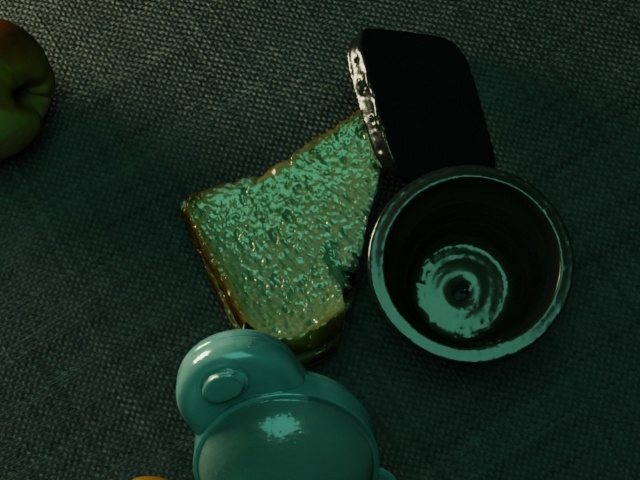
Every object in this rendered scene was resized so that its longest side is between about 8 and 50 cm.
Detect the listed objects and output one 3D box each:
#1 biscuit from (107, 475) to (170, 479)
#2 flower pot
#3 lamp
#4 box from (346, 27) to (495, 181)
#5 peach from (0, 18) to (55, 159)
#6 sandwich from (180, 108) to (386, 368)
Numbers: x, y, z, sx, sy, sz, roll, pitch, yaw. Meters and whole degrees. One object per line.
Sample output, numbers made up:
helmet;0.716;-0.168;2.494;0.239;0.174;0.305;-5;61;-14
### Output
biscuit;-0.216;0.345;1.826;0.170;0.050;0.170;-1;72;2
flower pot;0.169;0.044;1.850;0.235;0.148;0.235;0;74;0
lamp;-0.052;0.221;1.762;0.209;0.147;0.284;-26;101;12
box;0.126;-0.162;1.923;0.201;0.042;0.213;2;63;-41
peach;-0.425;-0.191;1.949;0.184;0.184;0.184;-1;72;3
sandwich;0.000;0.002;1.899;0.288;0.100;0.254;-29;68;-7
